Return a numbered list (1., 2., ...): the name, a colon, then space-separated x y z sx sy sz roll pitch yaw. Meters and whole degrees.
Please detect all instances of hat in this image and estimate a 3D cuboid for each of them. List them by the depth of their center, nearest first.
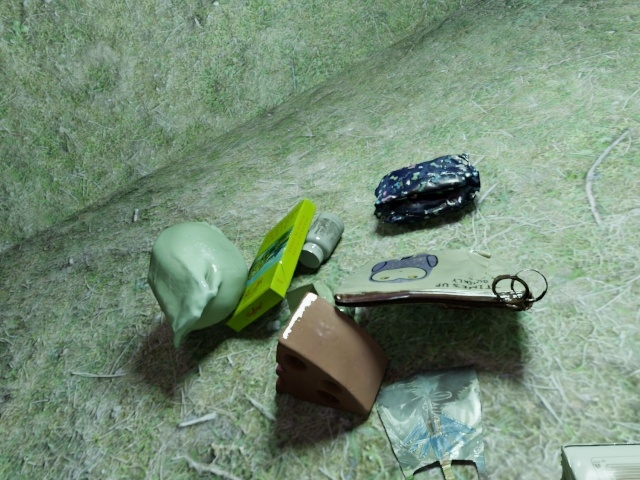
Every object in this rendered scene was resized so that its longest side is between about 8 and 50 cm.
1. hat: 0.002 0.148 0.938 0.166 0.081 0.122 -23 69 31

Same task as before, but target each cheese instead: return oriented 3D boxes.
1. cheese: -0.009 0.182 0.778 0.203 0.177 0.128 1 41 35

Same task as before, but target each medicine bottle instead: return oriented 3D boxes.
1. medicine bottle: 0.000 0.000 1.126 0.079 0.079 0.140 0 41 34

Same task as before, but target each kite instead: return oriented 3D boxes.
1. kite: 0.163 0.311 0.638 0.170 0.015 0.309 -17 33 16

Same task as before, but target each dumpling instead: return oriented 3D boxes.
1. dumpling: -0.266 0.093 1.012 0.212 0.269 0.321 -7 9 19

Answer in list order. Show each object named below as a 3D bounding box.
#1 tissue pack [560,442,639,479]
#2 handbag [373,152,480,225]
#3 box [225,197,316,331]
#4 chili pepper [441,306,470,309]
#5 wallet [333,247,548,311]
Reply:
1. tissue pack: 0.357 0.286 0.393 0.225 0.124 0.185 -7 25 12
2. handbag: 0.255 -0.120 1.098 0.261 0.113 0.162 -14 28 20
3. box: -0.113 0.050 1.090 0.187 0.047 0.334 -38 22 35
4. chili pepper: 0.293 0.104 0.829 0.178 0.027 0.045 -4 37 26
5. wallet: 0.202 0.066 0.803 0.336 0.068 0.275 -4 7 19
